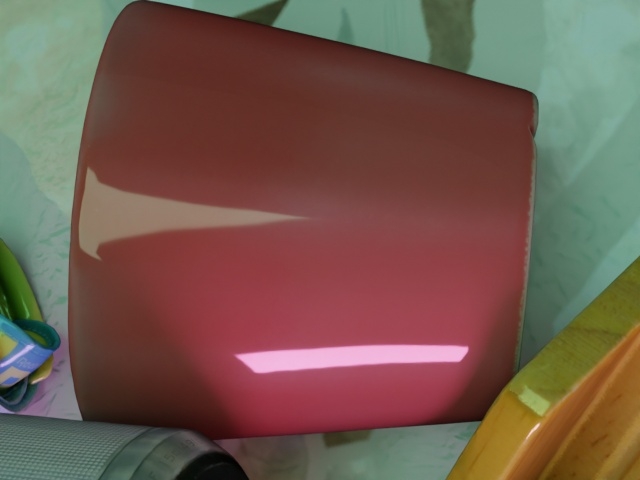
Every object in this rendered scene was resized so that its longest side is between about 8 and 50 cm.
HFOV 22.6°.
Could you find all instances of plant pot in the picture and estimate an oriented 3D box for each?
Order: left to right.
[{"bbox_3d":[0.000,0.000,0.952,0.243,0.275,0.274,5,85,5],"label":"plant pot"}]

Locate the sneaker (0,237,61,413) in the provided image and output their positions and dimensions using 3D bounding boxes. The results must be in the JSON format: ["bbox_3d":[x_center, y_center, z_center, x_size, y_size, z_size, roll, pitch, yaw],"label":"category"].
[{"bbox_3d":[-0.281,0.131,1.069,0.208,0.127,0.319,2,85,16],"label":"sneaker"}]

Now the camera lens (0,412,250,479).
[{"bbox_3d":[-0.175,0.202,0.858,0.274,0.219,0.219,3,84,19],"label":"camera lens"}]

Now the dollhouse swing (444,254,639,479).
[{"bbox_3d":[0.167,0.255,0.808,0.347,0.305,0.315,42,135,19],"label":"dollhouse swing"}]
